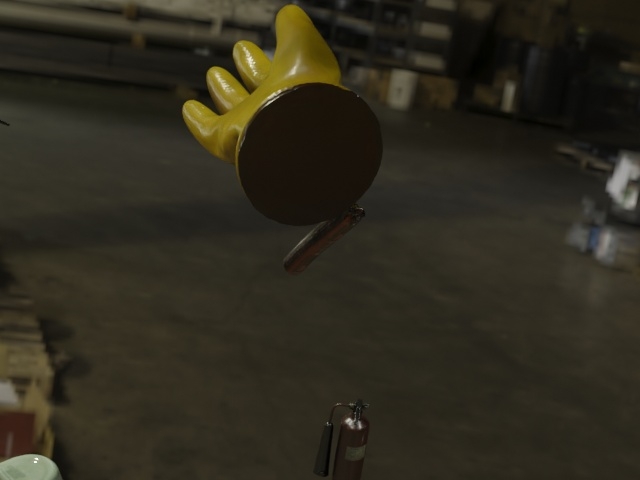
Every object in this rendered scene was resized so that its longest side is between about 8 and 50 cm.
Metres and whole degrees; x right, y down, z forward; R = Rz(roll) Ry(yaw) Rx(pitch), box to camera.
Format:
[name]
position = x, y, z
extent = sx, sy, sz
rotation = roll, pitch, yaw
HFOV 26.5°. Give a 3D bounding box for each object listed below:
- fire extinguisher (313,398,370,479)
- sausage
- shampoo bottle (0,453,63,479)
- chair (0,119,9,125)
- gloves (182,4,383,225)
[fire extinguisher]
position = 0.020, 0.217, 1.345
extent = 0.049, 0.173, 0.035
rotation = 31, 38, 33
[sausage]
position = 0.000, 0.000, 1.320
extent = 0.028, 0.025, 0.198
rotation = -11, -13, -23
[shampoo bottle]
position = -0.206, 0.265, 1.045
extent = 0.049, 0.212, 0.072
rotation = -25, 28, -35
[chair]
position = -0.203, -0.063, 0.740
extent = 0.037, 0.042, 0.086
rotation = 21, -10, 16
[gloves]
position = -0.048, -0.120, 1.185
extent = 0.133, 0.116, 0.294
rotation = -23, 27, -6
